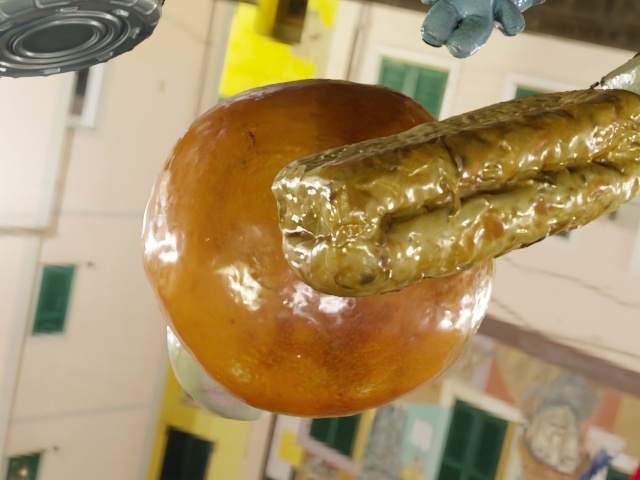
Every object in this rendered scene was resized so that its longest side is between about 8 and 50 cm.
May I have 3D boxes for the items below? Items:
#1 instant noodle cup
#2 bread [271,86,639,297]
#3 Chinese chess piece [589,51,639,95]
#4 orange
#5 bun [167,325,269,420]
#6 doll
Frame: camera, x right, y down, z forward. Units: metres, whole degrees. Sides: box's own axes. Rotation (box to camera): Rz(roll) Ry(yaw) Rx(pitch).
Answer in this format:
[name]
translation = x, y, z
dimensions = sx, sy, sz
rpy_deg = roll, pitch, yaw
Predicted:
[instant noodle cup]
translation = -0.161, -0.169, 0.717
dimensions = 0.208, 0.125, 0.177
rpy_deg = -13, 169, -6
[bread]
translation = 0.081, -0.029, 0.700
dimensions = 0.211, 0.083, 0.114
rpy_deg = -18, -173, -21
[Chinese chess piece]
translation = 0.414, -0.186, 1.361
dimensions = 0.237, 0.092, 0.238
rpy_deg = -29, -175, 3
[orange]
translation = 0.000, 0.000, 0.999
dimensions = 0.284, 0.284, 0.226
rpy_deg = 11, 149, -6
[bun]
translation = -0.059, 0.074, 1.701
dimensions = 0.213, 0.361, 0.361
rpy_deg = 42, -169, 2
[doll]
translation = 0.149, -0.228, 1.238
dimensions = 0.120, 0.180, 0.075
rpy_deg = 32, 146, 1
